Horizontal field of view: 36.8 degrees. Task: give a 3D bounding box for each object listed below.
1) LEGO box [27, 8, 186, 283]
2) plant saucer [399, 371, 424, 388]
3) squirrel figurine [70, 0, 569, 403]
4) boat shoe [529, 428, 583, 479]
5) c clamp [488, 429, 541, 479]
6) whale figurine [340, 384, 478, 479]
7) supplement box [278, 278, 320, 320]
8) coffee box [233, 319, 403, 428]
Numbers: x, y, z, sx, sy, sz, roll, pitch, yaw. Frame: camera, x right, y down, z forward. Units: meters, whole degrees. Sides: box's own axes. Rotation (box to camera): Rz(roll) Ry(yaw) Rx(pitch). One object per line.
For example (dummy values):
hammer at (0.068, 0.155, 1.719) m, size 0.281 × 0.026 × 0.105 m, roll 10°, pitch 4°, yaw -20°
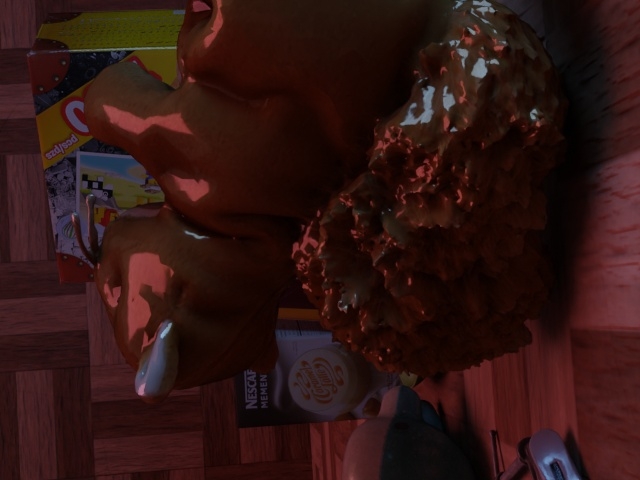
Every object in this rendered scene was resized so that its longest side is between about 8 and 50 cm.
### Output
LEGO box at (-0.158, -0.149, 1.472) m, size 0.193 × 0.499 × 0.373 m, roll -103°, pitch 11°, yaw -60°
plant saucer at (0.117, 0.062, 1.194) m, size 0.241 × 0.037 × 0.241 m, roll 177°, pitch 90°, yaw -84°
squirrel figurine at (-0.014, -0.029, 0.747) m, size 0.371 × 0.396 × 0.281 m, roll -67°, pitch -20°, yaw 8°
boat shoe at (0.182, 0.190, 0.716) m, size 0.035 × 0.035 × 0.100 m, roll 54°, pitch -165°, yaw -44°
c clamp at (0.172, 0.218, 0.839) m, size 0.161 × 0.022 × 0.137 m, roll 100°, pitch 165°, yaw -67°
whale figurine at (0.114, 0.265, 1.060) m, size 0.272 × 0.141 × 0.216 m, roll -24°, pitch -67°, yaw -70°
supplement box at (0.000, 0.000, 1.366) m, size 0.129 × 0.191 × 0.194 m, roll -73°, pitch -17°, yaw -58°
coffee box at (-0.007, 0.190, 1.426) m, size 0.098 × 0.246 × 0.141 m, roll -115°, pitch 22°, yaw -74°
